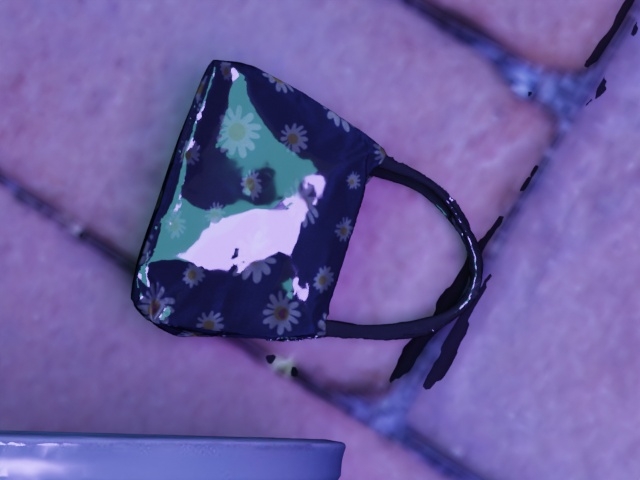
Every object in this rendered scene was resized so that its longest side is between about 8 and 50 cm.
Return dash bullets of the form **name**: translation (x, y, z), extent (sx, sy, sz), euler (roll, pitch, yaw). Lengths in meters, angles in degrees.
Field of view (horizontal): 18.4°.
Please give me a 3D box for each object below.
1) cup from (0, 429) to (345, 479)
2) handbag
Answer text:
- **cup**: translation (-0.101, 0.227, 0.744), extent (0.257, 0.331, 0.311), euler (-3, 82, 43)
- **handbag**: translation (0.000, 0.000, 0.829), extent (0.139, 0.072, 0.115), euler (19, 84, -2)
